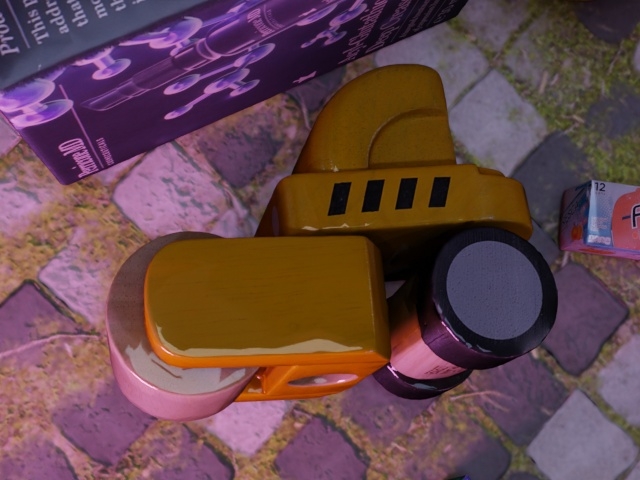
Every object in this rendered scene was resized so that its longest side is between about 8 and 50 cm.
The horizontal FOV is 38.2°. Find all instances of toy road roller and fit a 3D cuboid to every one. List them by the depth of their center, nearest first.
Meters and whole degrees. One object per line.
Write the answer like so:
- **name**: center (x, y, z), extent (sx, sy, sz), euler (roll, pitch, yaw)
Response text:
- **toy road roller**: center (0.000, 0.000, 0.714), extent (0.329, 0.202, 0.241), euler (-4, 73, -13)

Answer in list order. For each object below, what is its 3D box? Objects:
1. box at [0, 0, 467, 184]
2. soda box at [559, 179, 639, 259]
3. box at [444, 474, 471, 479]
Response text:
- **box**: center (-0.069, -0.232, 0.673), extent (0.395, 0.293, 0.212), euler (-25, 88, -9)
- **soda box**: center (0.309, -0.011, 0.819), extent (0.183, 0.063, 0.058), euler (7, 84, -7)
- **box**: center (0.131, 0.296, 0.752), extent (0.105, 0.043, 0.179), euler (-35, 92, -41)
